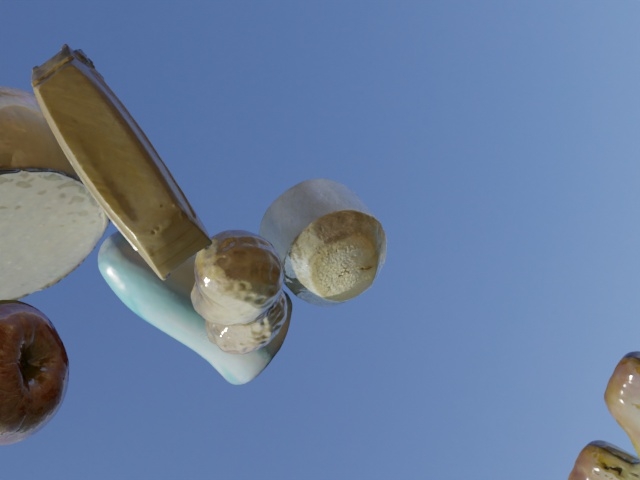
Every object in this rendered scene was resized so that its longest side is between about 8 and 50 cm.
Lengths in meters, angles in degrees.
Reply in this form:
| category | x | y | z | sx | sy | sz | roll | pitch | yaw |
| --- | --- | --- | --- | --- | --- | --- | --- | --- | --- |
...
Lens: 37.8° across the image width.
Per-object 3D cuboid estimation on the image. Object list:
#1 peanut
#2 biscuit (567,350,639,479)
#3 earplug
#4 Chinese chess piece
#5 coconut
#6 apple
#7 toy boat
| category | x | y | z | sx | sy | sz | roll | pitch | yaw |
| --- | --- | --- | --- | --- | --- | --- | --- | --- | --- |
| peanut | -0.089 | 0.063 | 1.037 | 0.228 | 0.104 | 0.085 | 84 | 168 | -61 |
| biscuit | 0.440 | 0.274 | 1.055 | 0.062 | 0.291 | 0.236 | -30 | -42 | -47 |
| earplug | -0.227 | 0.090 | 1.554 | 0.324 | 0.185 | 0.185 | 33 | -111 | -26 |
| Chinese chess piece | -0.429 | -0.040 | 1.147 | 0.338 | 0.338 | 0.140 | 12 | -133 | -55 |
| coconut | 0.000 | 0.000 | 1.616 | 0.202 | 0.222 | 0.202 | -13 | -56 | -20 |
| apple | -0.283 | 0.116 | 0.817 | 0.126 | 0.102 | 0.126 | 38 | -135 | -51 |
| toy boat | -0.152 | -0.062 | 0.699 | 0.057 | 0.200 | 0.077 | -36 | -10 | -1 |
